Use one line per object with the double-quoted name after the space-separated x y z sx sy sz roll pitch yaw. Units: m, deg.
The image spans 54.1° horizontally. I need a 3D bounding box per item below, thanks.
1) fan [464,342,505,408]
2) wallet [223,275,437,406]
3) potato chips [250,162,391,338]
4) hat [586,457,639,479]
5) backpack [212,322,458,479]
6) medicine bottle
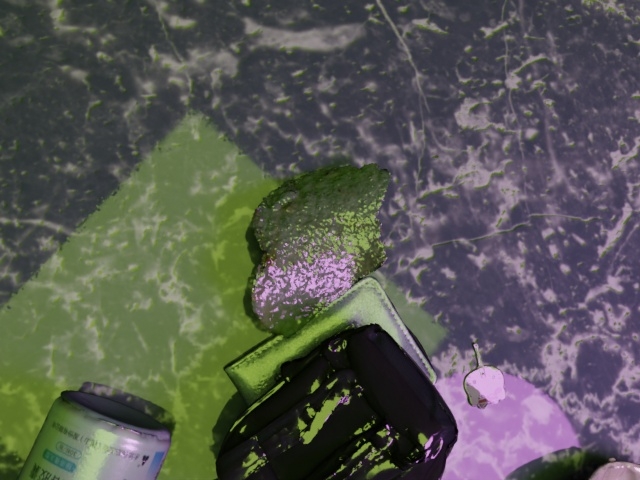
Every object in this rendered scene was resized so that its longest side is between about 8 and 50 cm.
0.210 0.174 0.813 0.056 0.004 0.083 -13 84 -11 "fan"
0.017 0.161 0.762 0.222 0.036 0.167 -31 89 -12 "wallet"
-0.003 0.003 0.754 0.167 0.059 0.228 9 71 -8 "potato chips"
0.369 0.409 0.776 0.219 0.164 0.226 3 120 -10 "hat"
0.013 0.211 0.660 0.258 0.133 0.206 -35 64 -7 "backpack"
-0.246 0.258 0.651 0.135 0.135 0.169 24 79 -6 "medicine bottle"
